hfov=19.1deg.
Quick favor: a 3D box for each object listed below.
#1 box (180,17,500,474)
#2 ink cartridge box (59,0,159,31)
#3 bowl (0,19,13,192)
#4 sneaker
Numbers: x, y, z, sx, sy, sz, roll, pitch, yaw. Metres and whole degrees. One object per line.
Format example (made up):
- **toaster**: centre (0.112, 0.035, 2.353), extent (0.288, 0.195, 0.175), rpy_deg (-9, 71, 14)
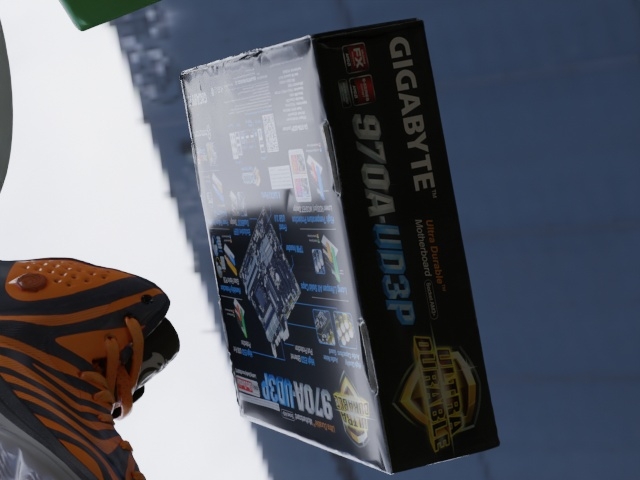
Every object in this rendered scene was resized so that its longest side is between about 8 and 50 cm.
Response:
- **box**: centre (0.000, 0.000, 0.836), extent (0.051, 0.220, 0.175), rpy_deg (-11, -86, -18)
- **ink cartridge box**: centre (-0.129, -0.243, 0.948), extent (0.160, 0.092, 0.219), rpy_deg (-94, -19, -50)
- **bowl**: centre (-0.381, -0.150, 1.620), extent (0.298, 0.134, 0.298), rpy_deg (-9, -90, -77)
- **sneaker**: centre (-0.127, 0.107, 1.082), extent (0.180, 0.321, 0.124), rpy_deg (-22, -34, -40)
